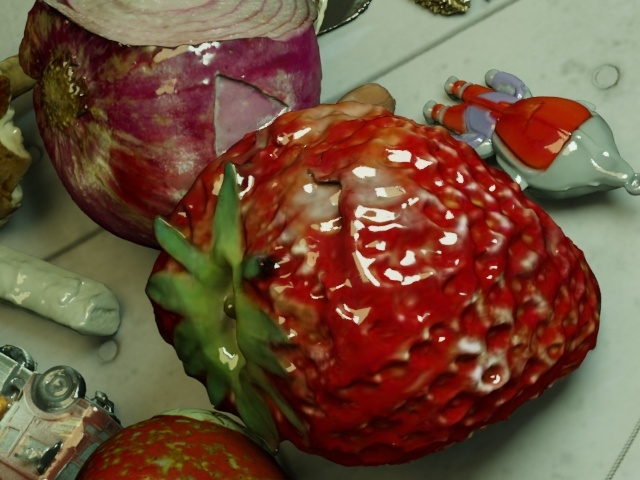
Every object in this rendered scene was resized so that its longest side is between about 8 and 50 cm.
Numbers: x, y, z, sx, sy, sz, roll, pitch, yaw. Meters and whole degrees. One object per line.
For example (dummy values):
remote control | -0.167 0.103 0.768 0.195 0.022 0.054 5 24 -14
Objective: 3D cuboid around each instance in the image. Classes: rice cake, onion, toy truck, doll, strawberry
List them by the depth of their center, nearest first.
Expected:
strawberry | 0.052 0.020 1.448 0.310 0.291 0.292 -31 58 -23
doll | 0.181 -0.084 1.590 0.227 0.075 0.102 26 69 37
onion | -0.119 -0.105 1.618 0.272 0.230 0.256 2 26 -13
toy truck | -0.297 0.144 1.654 0.270 0.114 0.135 26 76 28
rice cake | -0.295 0.030 1.731 0.256 0.057 0.052 19 106 27

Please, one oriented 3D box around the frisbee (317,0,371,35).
frisbee | -0.033 -0.174 1.746 0.187 0.012 0.211 -32 61 5

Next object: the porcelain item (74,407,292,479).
porcelain item | -0.075 0.247 1.452 0.253 0.253 0.253 -8 66 18

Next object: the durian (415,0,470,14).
durian | 0.113 -0.275 1.702 0.110 0.071 0.140 -8 61 17

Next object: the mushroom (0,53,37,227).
mushroom | -0.272 -0.138 1.750 0.302 0.233 0.208 -13 28 -3

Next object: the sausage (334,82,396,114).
sausage | 0.000 0.000 1.626 0.078 0.078 0.304 7 72 23
